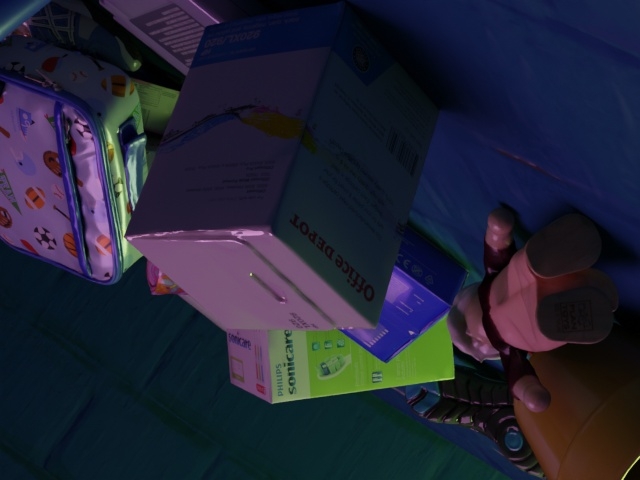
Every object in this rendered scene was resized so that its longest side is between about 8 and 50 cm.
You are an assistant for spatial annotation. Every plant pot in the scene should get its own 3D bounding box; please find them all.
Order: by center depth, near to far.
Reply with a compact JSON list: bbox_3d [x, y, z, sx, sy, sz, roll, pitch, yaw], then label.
[{"bbox_3d":[0.331,0.211,1.610,0.254,0.254,0.239,42,-177,-38],"label":"plant pot"}]

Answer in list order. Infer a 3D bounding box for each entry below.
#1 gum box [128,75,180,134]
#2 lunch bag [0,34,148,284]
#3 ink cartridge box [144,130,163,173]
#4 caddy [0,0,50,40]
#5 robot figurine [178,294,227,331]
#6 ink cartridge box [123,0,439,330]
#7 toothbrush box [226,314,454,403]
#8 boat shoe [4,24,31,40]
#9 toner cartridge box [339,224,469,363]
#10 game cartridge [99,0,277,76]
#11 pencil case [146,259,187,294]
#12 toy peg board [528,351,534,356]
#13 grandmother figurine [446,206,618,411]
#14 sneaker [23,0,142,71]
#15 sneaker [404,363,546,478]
[{"bbox_3d":[-0.271,-0.188,1.979,0.107,0.062,0.188,18,-176,33],"label":"gum box"},{"bbox_3d":[-0.316,-0.100,1.872,0.243,0.115,0.303,22,136,27],"label":"lunch bag"},{"bbox_3d":[-0.235,-0.100,2.112,0.207,0.117,0.283,-1,-164,-39],"label":"ink cartridge box"},{"bbox_3d":[-0.371,-0.342,1.454,0.341,0.179,0.241,34,147,4],"label":"caddy"},{"bbox_3d":[-0.129,0.036,2.414,0.300,0.200,0.353,-13,138,43],"label":"robot figurine"},{"bbox_3d":[-0.030,-0.059,1.343,0.168,0.233,0.171,-3,147,36],"label":"ink cartridge box"},{"bbox_3d":[0.025,0.150,2.227,0.283,0.122,0.206,-5,-175,-20],"label":"toothbrush box"},{"bbox_3d":[-0.456,-0.332,2.044,0.104,0.089,0.285,23,166,49],"label":"boat shoe"},{"bbox_3d":[0.000,0.000,1.934,0.348,0.075,0.165,37,138,-9],"label":"toner cartridge box"},{"bbox_3d":[-0.113,-0.214,1.554,0.198,0.062,0.297,33,172,-19],"label":"game cartridge"},{"bbox_3d":[-0.104,0.027,2.161,0.284,0.124,0.124,4,177,-13],"label":"pencil case"},{"bbox_3d":[0.295,0.139,1.819,0.161,0.079,0.160,39,170,-24],"label":"toy peg board"},{"bbox_3d":[0.208,0.072,1.566,0.104,0.208,0.342,1,173,-8],"label":"grandmother figurine"},{"bbox_3d":[-0.319,-0.265,1.930,0.211,0.081,0.080,31,169,13],"label":"sneaker"},{"bbox_3d":[0.308,0.276,2.466,0.341,0.125,0.139,26,-165,33],"label":"sneaker"}]
